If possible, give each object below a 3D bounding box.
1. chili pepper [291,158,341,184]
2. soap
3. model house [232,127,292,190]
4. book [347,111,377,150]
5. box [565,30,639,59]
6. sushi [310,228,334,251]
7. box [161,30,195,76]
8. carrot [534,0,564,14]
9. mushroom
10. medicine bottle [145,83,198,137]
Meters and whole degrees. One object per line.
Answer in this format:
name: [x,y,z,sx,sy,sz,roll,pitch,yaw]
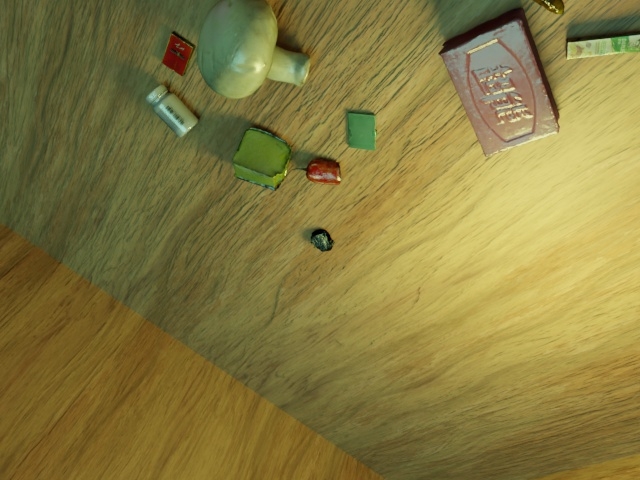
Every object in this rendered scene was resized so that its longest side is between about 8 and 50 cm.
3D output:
chili pepper: [-0.015,-0.256,1.903,0.192,0.086,0.084,6,160,6]
soap: [0.525,-0.446,1.481,0.233,0.128,0.359,-17,120,32]
model house: [-0.217,-0.293,1.950,0.194,0.170,0.211,17,162,-1]
book: [0.146,-0.379,1.774,0.103,0.017,0.135,10,132,18]
box: [0.770,-0.524,1.366,0.207,0.041,0.050,2,130,22]
sushi: [0.000,0.000,2.141,0.085,0.056,0.083,-10,125,28]
box: [-0.503,-0.657,1.803,0.090,0.023,0.133,33,134,-10]
carrot: [0.517,-0.689,1.321,0.314,0.066,0.066,33,134,-11]
mushroom: [-0.226,-0.581,1.564,0.356,0.315,0.315,28,135,12]
medicine bottle: [-0.558,-0.487,1.919,0.103,0.102,0.186,-27,115,38]
